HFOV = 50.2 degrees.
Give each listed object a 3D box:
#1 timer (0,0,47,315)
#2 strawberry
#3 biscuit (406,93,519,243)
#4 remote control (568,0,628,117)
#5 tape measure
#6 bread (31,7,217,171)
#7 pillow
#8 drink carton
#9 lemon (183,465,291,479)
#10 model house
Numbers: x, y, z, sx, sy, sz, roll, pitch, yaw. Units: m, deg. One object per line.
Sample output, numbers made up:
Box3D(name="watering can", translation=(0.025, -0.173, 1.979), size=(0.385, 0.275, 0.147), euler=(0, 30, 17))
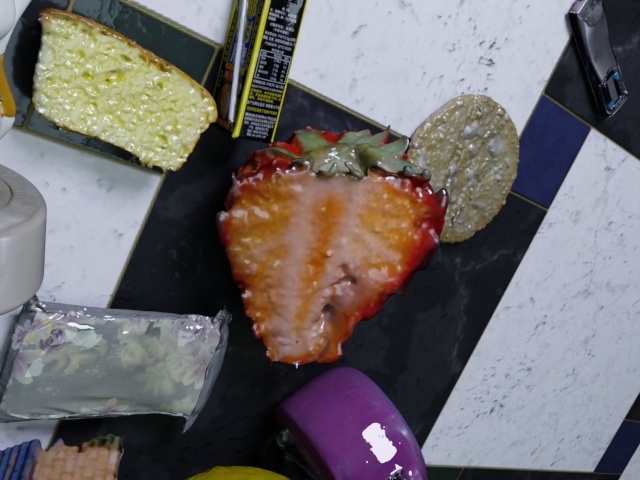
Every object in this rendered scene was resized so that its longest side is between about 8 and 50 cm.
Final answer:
Box3D(name="timer", translation=(-0.276, -0.093, 0.518), size=(0.175, 0.175, 0.266), euler=(6, 116, -37))
Box3D(name="strawberry", translation=(0.016, -0.009, 0.807), size=(0.253, 0.150, 0.280), euler=(-14, 125, -4))
Box3D(name="biscuit", translation=(0.197, -0.097, 0.955), size=(0.219, 0.033, 0.220), euler=(-14, 119, -27))
Box3D(name="remote control", translation=(0.416, -0.273, 1.017), size=(0.059, 0.028, 0.212), euler=(-45, 130, -6))
Box3D(name="tape measure", translation=(0.042, 0.299, 0.911), size=(0.149, 0.245, 0.231), euler=(-30, 143, -19))
Box3D(name="bread", translation=(-0.192, -0.140, 0.646), size=(0.187, 0.065, 0.103), euler=(19, 103, -41))
Box3D(name="pillow", translation=(-0.227, 0.133, 0.765), size=(0.255, 0.059, 0.169), euler=(11, 108, -36))
Box3D(name="drink carton", translation=(-0.066, -0.190, 0.701), size=(0.056, 0.071, 0.166), euler=(2, 110, -38))
Box3D(name="lemon", translation=(-0.111, 0.452, 0.843), size=(0.336, 0.336, 0.336), euler=(-16, 121, -28))
Box3D(name="model house", translation=(-0.315, 0.320, 0.746), size=(0.172, 0.166, 0.183), euler=(7, 128, -14))
